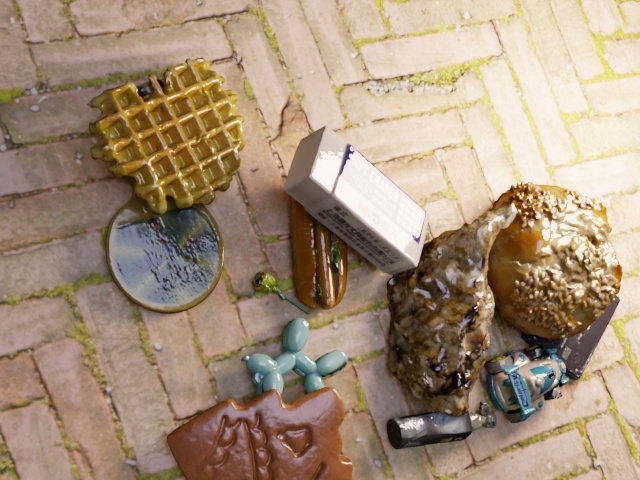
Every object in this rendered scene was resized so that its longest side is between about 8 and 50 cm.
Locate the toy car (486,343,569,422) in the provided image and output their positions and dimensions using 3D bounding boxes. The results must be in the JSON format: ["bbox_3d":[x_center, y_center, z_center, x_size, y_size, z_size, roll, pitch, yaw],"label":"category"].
[{"bbox_3d":[0.400,0.262,1.519,0.162,0.098,0.126,-18,88,-14],"label":"toy car"}]

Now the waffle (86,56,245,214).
[{"bbox_3d":[-0.245,-0.189,1.356,0.283,0.065,0.309,23,59,-31],"label":"waffle"}]

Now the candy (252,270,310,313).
[{"bbox_3d":[-0.067,0.096,1.423,0.123,0.035,0.035,38,56,-20],"label":"candy"}]

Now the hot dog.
[{"bbox_3d":[0.000,0.000,1.445,0.100,0.068,0.249,-1,78,-20],"label":"hot dog"}]

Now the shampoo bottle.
[{"bbox_3d":[0.222,0.330,1.465,0.208,0.057,0.063,-3,69,-24],"label":"shampoo bottle"}]

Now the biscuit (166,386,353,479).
[{"bbox_3d":[-0.097,0.356,1.312,0.306,0.043,0.283,15,90,-11],"label":"biscuit"}]

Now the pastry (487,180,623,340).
[{"bbox_3d":[0.442,0.029,1.547,0.255,0.162,0.310,0,74,-10],"label":"pastry"}]

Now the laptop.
[{"bbox_3d":[0.501,0.152,1.628,0.154,0.026,0.207,40,68,-9],"label":"laptop"}]

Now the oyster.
[{"bbox_3d":[0.219,0.105,1.462,0.204,0.111,0.396,13,82,3],"label":"oyster"}]

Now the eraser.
[{"bbox_3d":[0.068,-0.065,1.427,0.279,0.081,0.124,38,51,-28],"label":"eraser"}]

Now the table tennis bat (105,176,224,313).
[{"bbox_3d":[-0.274,-0.035,1.363,0.198,0.050,0.320,-16,88,-26],"label":"table tennis bat"}]

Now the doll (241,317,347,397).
[{"bbox_3d":[-0.051,0.214,1.383,0.159,0.059,0.158,35,68,-12],"label":"doll"}]
